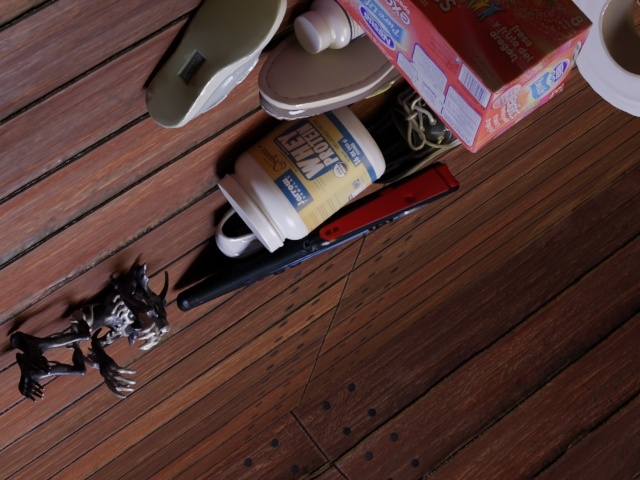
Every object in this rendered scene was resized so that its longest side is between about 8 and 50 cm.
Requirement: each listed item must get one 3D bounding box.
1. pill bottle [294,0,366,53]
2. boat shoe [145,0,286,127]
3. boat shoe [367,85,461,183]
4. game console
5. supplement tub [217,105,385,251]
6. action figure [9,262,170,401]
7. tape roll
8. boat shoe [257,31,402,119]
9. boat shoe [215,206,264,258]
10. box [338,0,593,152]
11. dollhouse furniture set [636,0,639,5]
[{"bbox_3d":[0.029,-0.272,1.780,0.120,0.067,0.067,-32,163,-27],"label":"pill bottle"},{"bbox_3d":[-0.107,-0.214,1.628,0.227,0.079,0.081,-44,175,33],"label":"boat shoe"},{"bbox_3d":[0.153,-0.185,2.261,0.306,0.113,0.105,-31,167,36],"label":"boat shoe"},{"bbox_3d":[0.000,0.000,2.273,0.342,0.060,0.386,-29,-178,-43],"label":"game console"},{"bbox_3d":[-0.026,-0.092,2.020,0.199,0.144,0.144,-39,165,-5],"label":"supplement tub"},{"bbox_3d":[-0.294,0.139,2.063,0.275,0.141,0.164,-26,148,-38],"label":"action figure"},{"bbox_3d":[0.538,-0.347,2.374,0.100,0.286,0.286,-27,161,-38],"label":"tape roll"},{"bbox_3d":[0.041,-0.227,1.861,0.324,0.116,0.097,-37,163,-34],"label":"boat shoe"},{"bbox_3d":[-0.041,-0.062,2.171,0.258,0.095,0.084,-38,169,-9],"label":"boat shoe"},{"bbox_3d":[0.133,-0.266,1.594,0.142,0.300,0.154,-35,164,-16],"label":"box"},{"bbox_3d":[0.631,-0.395,2.570,0.135,0.262,0.259,-46,-165,29],"label":"dollhouse furniture set"}]
